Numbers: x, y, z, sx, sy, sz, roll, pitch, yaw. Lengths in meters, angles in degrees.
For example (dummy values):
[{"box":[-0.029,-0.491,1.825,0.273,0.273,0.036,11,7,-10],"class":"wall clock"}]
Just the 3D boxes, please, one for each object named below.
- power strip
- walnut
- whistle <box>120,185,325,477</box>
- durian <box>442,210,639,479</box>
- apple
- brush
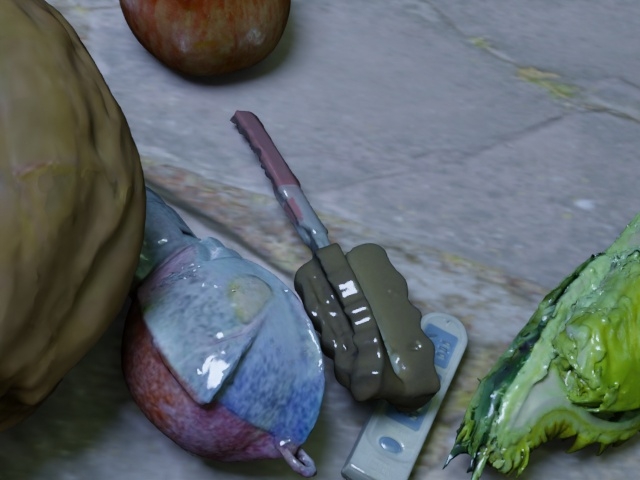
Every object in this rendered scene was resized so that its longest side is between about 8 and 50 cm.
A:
[{"box":[0.065,0.130,0.835,0.047,0.030,0.191,28,60,2],"class":"power strip"},{"box":[-0.304,-0.025,0.661,0.383,0.384,0.384,6,62,-11],"class":"walnut"},{"box":[-0.106,0.036,0.790,0.142,0.134,0.346,-11,51,-47],"class":"whistle"},{"box":[0.219,0.088,0.852,0.106,0.132,0.375,26,52,29],"class":"durian"},{"box":[-0.096,-0.209,0.916,0.146,0.131,0.146,5,53,-7],"class":"apple"},{"box":[0.000,0.000,0.852,0.084,0.071,0.301,16,37,-48],"class":"brush"}]
